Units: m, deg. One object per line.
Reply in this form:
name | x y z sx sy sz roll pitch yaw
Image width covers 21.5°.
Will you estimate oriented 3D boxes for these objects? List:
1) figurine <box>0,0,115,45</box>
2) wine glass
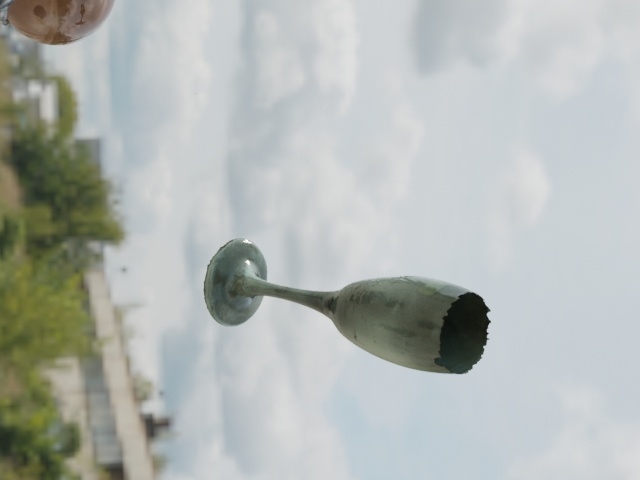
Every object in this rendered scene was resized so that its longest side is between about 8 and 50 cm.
figurine | -0.422 -0.303 1.816 0.248 0.388 0.276 31 42 -50
wine glass | 0.000 0.000 1.680 0.309 0.096 0.264 11 -48 40
